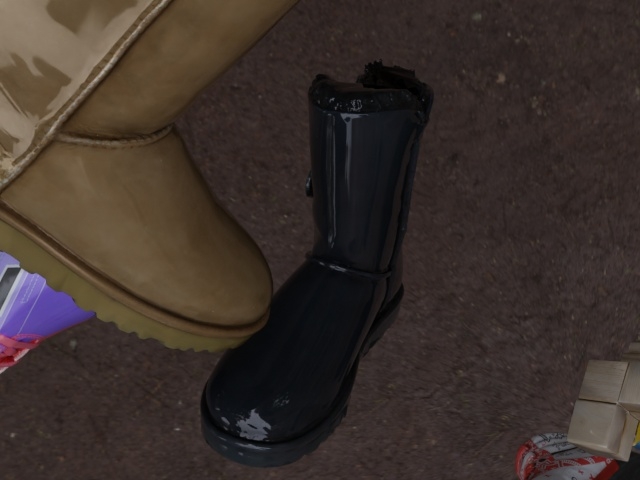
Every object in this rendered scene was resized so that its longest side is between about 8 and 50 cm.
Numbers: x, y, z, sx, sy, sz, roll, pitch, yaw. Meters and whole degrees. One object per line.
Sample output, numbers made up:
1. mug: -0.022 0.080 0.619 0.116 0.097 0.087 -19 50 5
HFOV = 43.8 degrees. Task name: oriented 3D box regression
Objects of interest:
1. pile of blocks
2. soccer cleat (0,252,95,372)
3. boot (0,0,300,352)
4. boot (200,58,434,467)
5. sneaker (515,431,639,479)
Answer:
1. pile of blocks: 0.395 0.133 0.794 0.112 0.362 0.149 -4 109 52
2. soccer cleat: -0.273 0.081 0.563 0.318 0.109 0.117 -17 54 16
3. boot: -0.034 -0.085 0.327 0.269 0.236 0.089 -43 40 20
4. boot: 0.000 0.000 0.533 0.094 0.246 0.207 16 121 22
5. sneaker: 0.297 0.334 1.059 0.145 0.270 0.090 5 105 56
